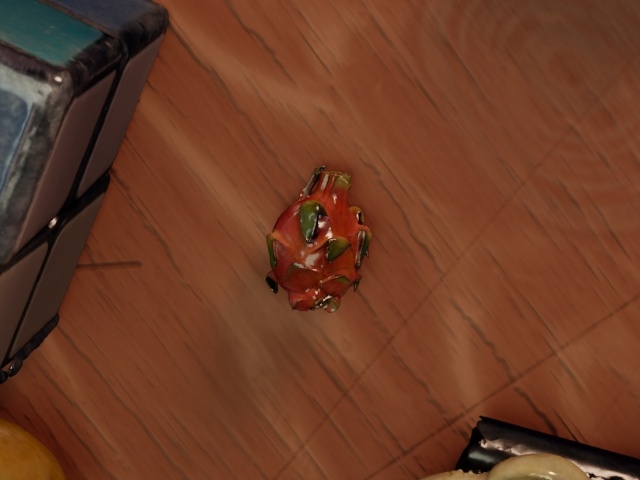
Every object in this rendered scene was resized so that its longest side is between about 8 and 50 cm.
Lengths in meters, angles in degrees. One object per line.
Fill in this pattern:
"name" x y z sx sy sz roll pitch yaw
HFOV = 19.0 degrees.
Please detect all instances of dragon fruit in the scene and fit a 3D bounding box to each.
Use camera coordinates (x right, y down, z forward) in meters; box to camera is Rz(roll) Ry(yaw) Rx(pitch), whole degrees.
"dragon fruit" -0.001 -0.002 1.562 0.081 0.086 0.116 15 104 46

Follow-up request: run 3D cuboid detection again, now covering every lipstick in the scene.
"lipstick" 0.316 0.236 1.573 0.418 0.077 0.077 17 109 5

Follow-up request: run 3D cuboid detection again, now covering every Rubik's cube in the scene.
"Rubik's cube" -0.335 -0.080 1.478 0.318 0.316 0.313 25 109 2

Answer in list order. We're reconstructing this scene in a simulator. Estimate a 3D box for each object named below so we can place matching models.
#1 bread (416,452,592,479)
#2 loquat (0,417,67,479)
"bread" 0.182 0.290 1.581 0.316 0.054 0.316 10 132 12
"loquat" -0.315 0.244 1.643 0.213 0.213 0.213 3 107 10
